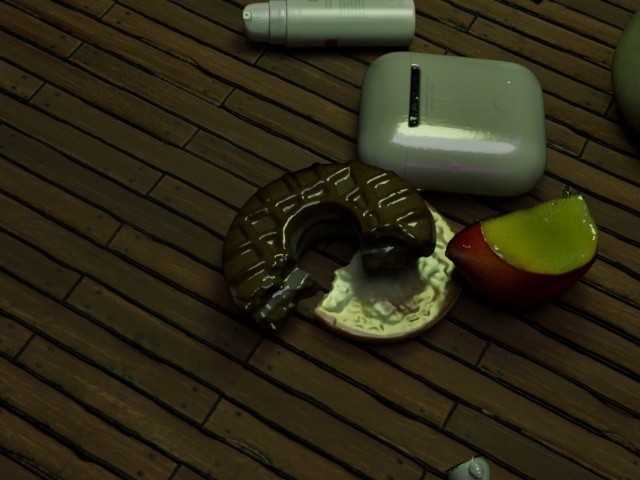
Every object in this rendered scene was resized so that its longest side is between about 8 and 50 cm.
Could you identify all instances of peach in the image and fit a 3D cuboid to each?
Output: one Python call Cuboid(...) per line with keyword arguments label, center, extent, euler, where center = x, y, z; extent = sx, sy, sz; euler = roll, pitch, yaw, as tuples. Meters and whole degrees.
Cuboid(label="peach", center=(0.338, 0.036, 1.464), extent=(0.267, 0.159, 0.154), euler=(-15, 61, -24))

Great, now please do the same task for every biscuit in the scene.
Cuboid(label="biscuit", center=(0.141, 0.064, 1.510), extent=(0.204, 0.040, 0.309), euler=(29, 63, 15))
Cuboid(label="biscuit", center=(0.002, -0.016, 1.481), extent=(0.366, 0.115, 0.268), euler=(-22, 51, -6))

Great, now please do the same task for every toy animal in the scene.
Cuboid(label="toy animal", center=(0.246, 0.386, 1.307), extent=(0.071, 0.085, 0.124), euler=(-10, 64, -28))

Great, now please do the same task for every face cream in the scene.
Cuboid(label="face cream", center=(0.016, -0.444, 1.775), extent=(0.345, 0.102, 0.102), euler=(-1, 59, -3))

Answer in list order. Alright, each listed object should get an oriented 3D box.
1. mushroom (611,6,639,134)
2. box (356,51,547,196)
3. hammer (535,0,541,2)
Cuboid(label="mushroom", center=(0.735, -0.329, 1.624), extent=(0.294, 0.362, 0.362), euler=(21, 52, -34))
Cuboid(label="box", center=(0.245, -0.220, 1.626), extent=(0.348, 0.141, 0.289), euler=(5, 60, 1))
Cuboid(label="hammer", center=(0.397, -0.572, 1.913), extent=(0.201, 0.021, 0.078), euler=(25, 61, 11))
